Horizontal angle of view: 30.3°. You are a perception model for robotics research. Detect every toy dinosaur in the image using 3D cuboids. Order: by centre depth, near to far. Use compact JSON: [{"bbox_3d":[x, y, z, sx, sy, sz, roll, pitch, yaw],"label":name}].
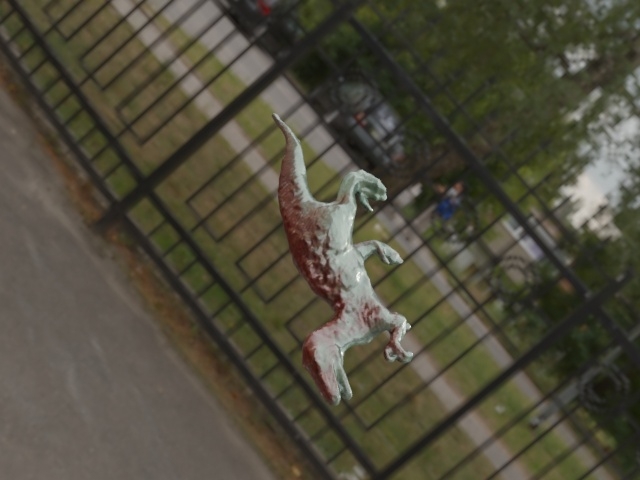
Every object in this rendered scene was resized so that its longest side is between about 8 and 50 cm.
[{"bbox_3d":[0.000,0.000,0.924,0.167,0.053,0.242,-20,74,-45],"label":"toy dinosaur"}]
